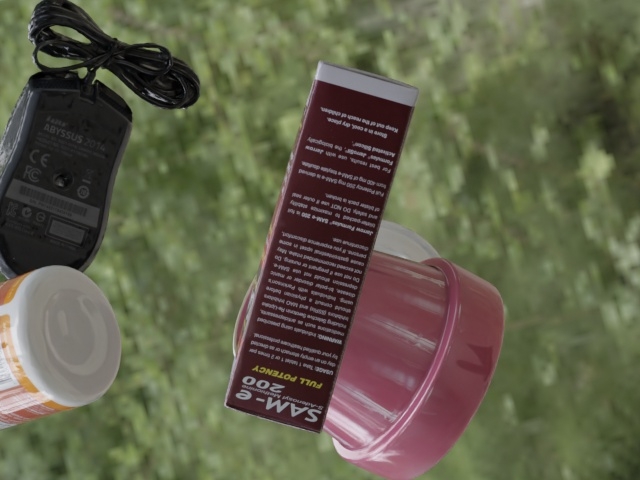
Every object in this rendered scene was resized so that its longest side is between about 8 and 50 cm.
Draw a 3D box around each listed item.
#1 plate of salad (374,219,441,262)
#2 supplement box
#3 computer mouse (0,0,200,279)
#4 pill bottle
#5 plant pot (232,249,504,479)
[{"bbox_3d":[0.052,0.076,2.213,0.048,0.200,0.199,178,76,-80],"label":"plate of salad"},{"bbox_3d":[0.000,0.000,1.368,0.130,0.073,0.239,-93,18,-85],"label":"supplement box"},{"bbox_3d":[-0.246,-0.080,1.949,0.072,0.188,0.272,1,68,65],"label":"computer mouse"},{"bbox_3d":[-0.285,0.103,1.708,0.121,0.216,0.121,26,-124,-45],"label":"pill bottle"},{"bbox_3d":[0.032,0.087,1.742,0.180,0.201,0.201,27,-154,-21],"label":"plant pot"}]
